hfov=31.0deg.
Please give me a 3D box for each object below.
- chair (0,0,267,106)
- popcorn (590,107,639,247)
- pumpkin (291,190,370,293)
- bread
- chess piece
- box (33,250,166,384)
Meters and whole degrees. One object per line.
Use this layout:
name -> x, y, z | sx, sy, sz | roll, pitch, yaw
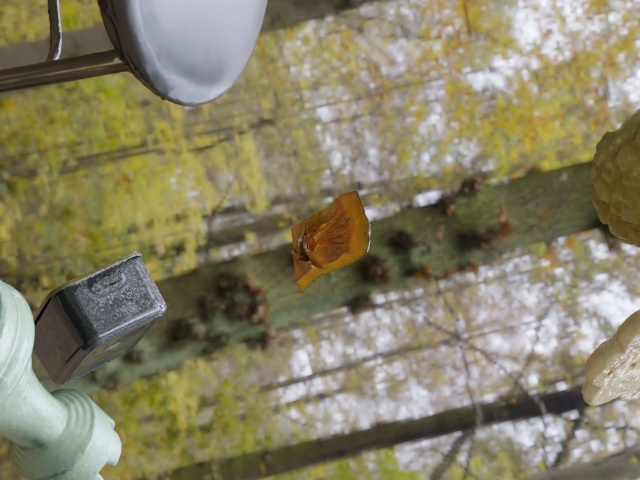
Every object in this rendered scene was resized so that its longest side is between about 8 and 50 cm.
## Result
chair -> -0.295, -0.308, 1.225 | 0.364, 0.410, 0.362 | -30, 123, -61
popcorn -> 0.506, -0.094, 1.581 | 0.225, 0.173, 0.286 | 57, -47, 20
pumpkin -> 0.001, -0.002, 1.044 | 0.101, 0.035, 0.073 | -36, -142, 35
bread -> 0.543, 0.158, 1.833 | 0.054, 0.316, 0.316 | 58, -21, 30
chess piece -> -0.355, 0.185, 1.325 | 0.299, 0.194, 0.194 | 56, 7, -47
box -> -0.298, 0.108, 1.530 | 0.090, 0.144, 0.201 | 59, -35, 8
